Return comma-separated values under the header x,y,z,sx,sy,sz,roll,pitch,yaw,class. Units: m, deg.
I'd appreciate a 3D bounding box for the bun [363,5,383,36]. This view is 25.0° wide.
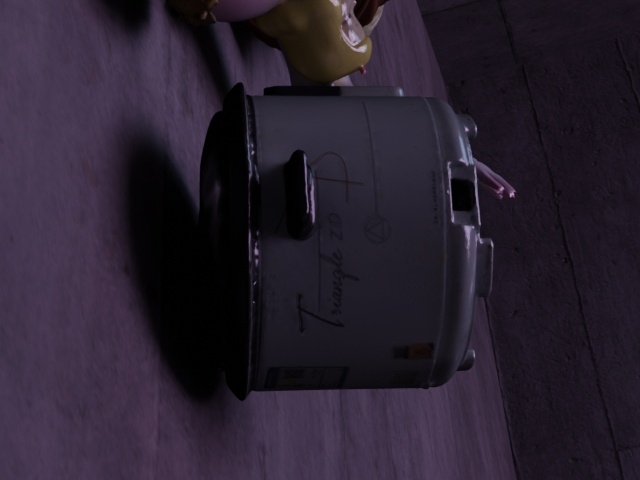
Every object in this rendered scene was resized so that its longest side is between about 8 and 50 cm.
x,y,z,sx,sy,sz,roll,pitch,yaw,class
0.007,-0.329,1.823,0.220,0.134,0.220,-13,90,-81,bun

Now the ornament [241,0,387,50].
x,y,z,sx,sy,sz,roll,pitch,yaw,class
-0.002,-0.311,1.588,0.217,0.221,0.235,-68,169,-67,ornament

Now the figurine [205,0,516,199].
x,y,z,sx,sy,sz,roll,pitch,yaw,class
-0.002,-0.125,1.339,0.315,0.206,0.284,59,-3,-23,figurine

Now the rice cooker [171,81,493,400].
x,y,z,sx,sy,sz,roll,pitch,yaw,class
0.000,0.000,1.100,0.280,0.227,0.241,110,-21,-75,rice cooker

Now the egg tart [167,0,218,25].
x,y,z,sx,sy,sz,roll,pitch,yaw,class
-0.089,-0.330,1.144,0.315,0.120,0.315,171,-90,-77,egg tart
